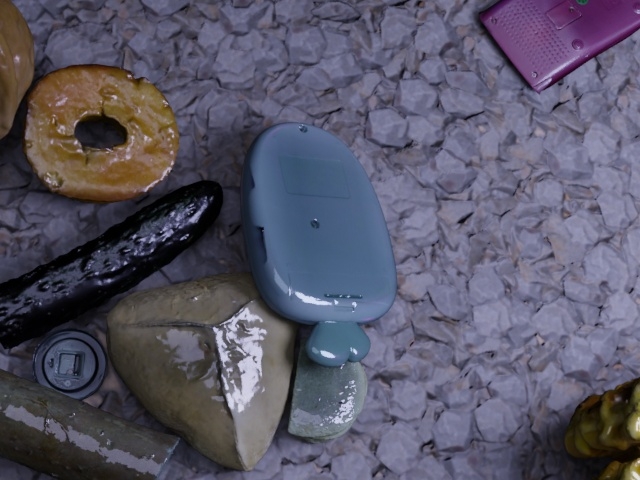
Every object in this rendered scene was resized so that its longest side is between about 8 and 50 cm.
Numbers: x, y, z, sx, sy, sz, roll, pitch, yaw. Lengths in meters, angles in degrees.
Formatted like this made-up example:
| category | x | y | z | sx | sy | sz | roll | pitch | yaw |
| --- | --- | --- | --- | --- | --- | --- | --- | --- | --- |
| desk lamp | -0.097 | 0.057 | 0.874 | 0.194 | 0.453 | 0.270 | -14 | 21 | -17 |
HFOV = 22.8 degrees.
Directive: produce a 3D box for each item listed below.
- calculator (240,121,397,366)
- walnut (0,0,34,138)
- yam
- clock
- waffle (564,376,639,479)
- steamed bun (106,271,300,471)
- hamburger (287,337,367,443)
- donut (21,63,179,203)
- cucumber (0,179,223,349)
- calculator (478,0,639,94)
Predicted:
| category | x | y | z | sx | sy | sz | roll | pitch | yaw |
| --- | --- | --- | --- | --- | --- | --- | --- | --- | --- |
| calculator | 0.000 | 0.000 | 1.770 | 0.185 | 0.041 | 0.299 | 5 | 61 | -31 |
| walnut | -0.434 | -0.212 | 1.749 | 0.257 | 0.257 | 0.224 | 36 | 43 | 6 |
| yam | -0.287 | 0.207 | 1.705 | 0.259 | 0.093 | 0.093 | 22 | 74 | 2 |
| clock | -0.278 | 0.139 | 1.762 | 0.085 | 0.017 | 0.085 | 1 | 74 | -4 |
| waffle | 0.424 | 0.190 | 1.676 | 0.324 | 0.261 | 0.151 | -14 | 83 | -5 |
| steamed bun | -0.133 | 0.123 | 1.732 | 0.212 | 0.110 | 0.231 | 9 | 71 | -2 |
| hamburger | 0.010 | 0.166 | 1.760 | 0.084 | 0.054 | 0.121 | 6 | 66 | -1 |
| donut | -0.253 | -0.115 | 1.803 | 0.178 | 0.065 | 0.162 | 13 | 74 | -14 |
| cucumber | -0.236 | 0.023 | 1.770 | 0.303 | 0.072 | 0.081 | -28 | 77 | -12 |
| calculator | 0.299 | -0.274 | 1.917 | 0.190 | 0.034 | 0.126 | -33 | 77 | -13 |
